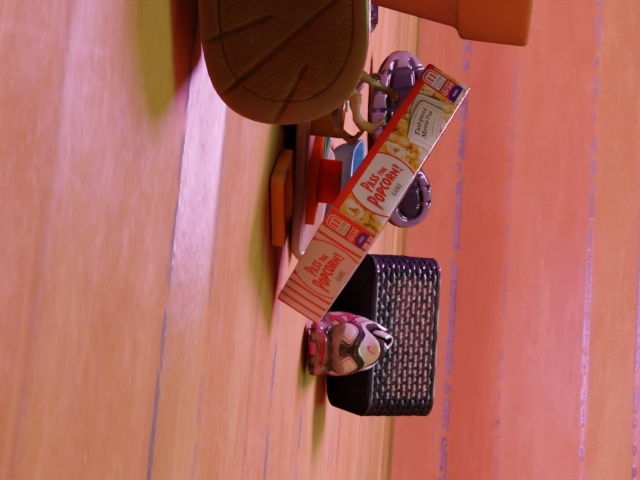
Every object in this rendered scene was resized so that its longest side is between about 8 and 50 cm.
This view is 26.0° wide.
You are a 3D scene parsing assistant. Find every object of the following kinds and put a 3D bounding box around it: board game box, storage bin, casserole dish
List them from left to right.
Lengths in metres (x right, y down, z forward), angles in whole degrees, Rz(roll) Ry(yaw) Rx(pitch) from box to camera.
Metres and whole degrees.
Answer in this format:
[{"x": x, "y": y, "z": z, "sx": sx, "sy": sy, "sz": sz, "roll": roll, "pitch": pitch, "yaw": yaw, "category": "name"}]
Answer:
[{"x": 0.024, "y": -0.051, "z": 1.522, "sx": 0.188, "sy": 0.037, "sz": 0.114, "roll": -61, "pitch": 153, "yaw": -77, "category": "casserole dish"}, {"x": 0.045, "y": -0.040, "z": 1.180, "sx": 0.193, "sy": 0.045, "sz": 0.147, "roll": -57, "pitch": 179, "yaw": -38, "category": "board game box"}, {"x": 0.070, "y": 0.106, "z": 1.587, "sx": 0.122, "sy": 0.084, "sz": 0.180, "roll": -175, "pitch": -91, "yaw": -67, "category": "storage bin"}]

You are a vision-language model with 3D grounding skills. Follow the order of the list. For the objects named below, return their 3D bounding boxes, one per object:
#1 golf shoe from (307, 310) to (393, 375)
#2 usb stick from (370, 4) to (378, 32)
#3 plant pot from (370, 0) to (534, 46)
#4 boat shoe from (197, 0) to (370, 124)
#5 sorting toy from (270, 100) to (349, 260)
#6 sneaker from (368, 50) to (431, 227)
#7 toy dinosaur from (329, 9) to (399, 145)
[{"x": 0.033, "y": 0.113, "z": 1.466, "sx": 0.186, "sy": 0.086, "sz": 0.067, "roll": -42, "pitch": 134, "yaw": -86, "category": "golf shoe"}, {"x": 0.035, "y": -0.318, "z": 1.446, "sx": 0.278, "sy": 0.045, "sz": 0.077, "roll": 81, "pitch": 7, "yaw": -61, "category": "usb stick"}, {"x": 0.084, "y": -0.315, "z": 1.172, "sx": 0.291, "sy": 0.203, "sz": 0.291, "roll": 4, "pitch": 90, "yaw": -83, "category": "plant pot"}, {"x": -0.020, "y": -0.240, "z": 0.746, "sx": 0.123, "sy": 0.123, "sz": 0.342, "roll": -106, "pitch": -166, "yaw": -65, "category": "boat shoe"}, {"x": 0.004, "y": -0.105, "z": 1.262, "sx": 0.348, "sy": 0.047, "sz": 0.196, "roll": -79, "pitch": 170, "yaw": -49, "category": "sorting toy"}, {"x": 0.108, "y": -0.155, "z": 2.074, "sx": 0.106, "sy": 0.101, "sz": 0.267, "roll": -127, "pitch": -146, "yaw": -65, "category": "sneaker"}, {"x": 0.009, "y": -0.123, "z": 1.148, "sx": 0.053, "sy": 0.092, "sz": 0.183, "roll": -35, "pitch": -169, "yaw": 41, "category": "toy dinosaur"}]
